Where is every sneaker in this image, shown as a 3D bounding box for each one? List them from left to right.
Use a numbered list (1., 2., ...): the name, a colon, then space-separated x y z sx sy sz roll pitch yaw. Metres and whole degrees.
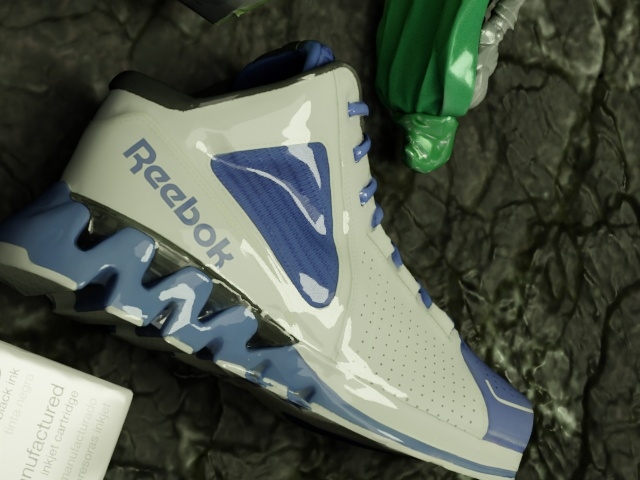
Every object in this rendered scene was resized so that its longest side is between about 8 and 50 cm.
1. sneaker: -0.001 -0.001 0.927 0.315 0.127 0.182 28 79 -24

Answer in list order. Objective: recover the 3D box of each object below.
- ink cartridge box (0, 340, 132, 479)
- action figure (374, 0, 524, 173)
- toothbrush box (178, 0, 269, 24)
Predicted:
1. ink cartridge box: -0.234 0.107 0.815 0.237 0.100 0.172 24 78 -27
2. action figure: 0.079 -0.152 0.990 0.063 0.137 0.232 11 93 -41
3. toothbrush box: -0.050 -0.283 0.869 0.206 0.122 0.283 32 83 -15
